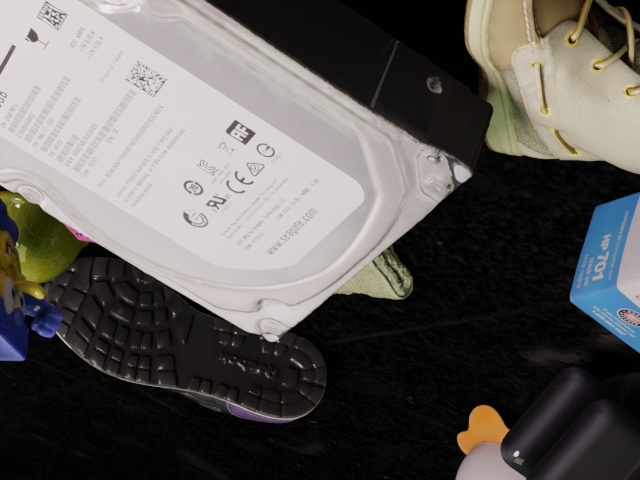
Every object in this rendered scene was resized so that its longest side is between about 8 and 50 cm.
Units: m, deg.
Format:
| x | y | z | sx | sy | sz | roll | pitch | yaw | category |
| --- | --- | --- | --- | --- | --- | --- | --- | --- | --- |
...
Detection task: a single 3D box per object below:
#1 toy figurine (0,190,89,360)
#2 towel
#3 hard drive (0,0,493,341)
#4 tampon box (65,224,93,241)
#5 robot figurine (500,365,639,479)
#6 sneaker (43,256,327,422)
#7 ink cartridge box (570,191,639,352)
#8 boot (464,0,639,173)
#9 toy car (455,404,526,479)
| x | y | z | sx | sy | sz | roll | pitch | yaw | category |
| --- | --- | --- | --- | --- | --- | --- | --- | --- | --- |
| -0.298 | 0.030 | 1.054 | 0.191 | 0.217 | 0.362 | -6 | 158 | -1 | toy figurine |
| 0.000 | 0.000 | 1.038 | 0.110 | 0.027 | 0.148 | 2 | 146 | 38 | towel |
| -0.107 | -0.086 | 0.736 | 0.339 | 0.064 | 0.237 | 33 | 141 | -13 | hard drive |
| -0.122 | -0.065 | 0.929 | 0.161 | 0.101 | 0.120 | 5 | 148 | 32 | tampon box |
| 0.275 | 0.218 | 1.056 | 0.278 | 0.209 | 0.173 | 36 | 138 | -23 | robot figurine |
| -0.140 | 0.113 | 1.278 | 0.283 | 0.107 | 0.124 | 24 | 159 | -2 | sneaker |
| 0.272 | 0.022 | 0.805 | 0.139 | 0.082 | 0.191 | 35 | 152 | -21 | ink cartridge box |
| 0.162 | -0.094 | 0.673 | 0.165 | 0.077 | 0.213 | 18 | 158 | 20 | boot |
| 0.208 | 0.261 | 1.219 | 0.210 | 0.219 | 0.238 | -12 | 108 | 57 | toy car |
